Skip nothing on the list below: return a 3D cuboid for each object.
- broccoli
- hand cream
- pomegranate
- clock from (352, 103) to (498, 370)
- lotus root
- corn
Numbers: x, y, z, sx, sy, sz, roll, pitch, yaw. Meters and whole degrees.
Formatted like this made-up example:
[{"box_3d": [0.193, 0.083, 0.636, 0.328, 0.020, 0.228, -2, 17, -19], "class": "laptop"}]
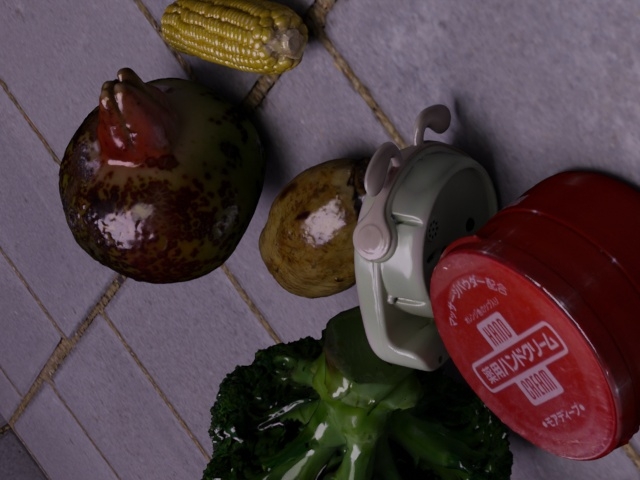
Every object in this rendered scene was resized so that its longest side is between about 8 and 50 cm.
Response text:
[{"box_3d": [0.041, 0.173, 1.284, 0.297, 0.297, 0.297, 44, 144, 21], "class": "broccoli"}, {"box_3d": [0.187, 0.054, 1.052, 0.193, 0.125, 0.193, 39, 149, 29], "class": "hand cream"}, {"box_3d": [-0.161, -0.076, 1.380, 0.214, 0.214, 0.248, 40, 162, 28], "class": "pomegranate"}, {"box_3d": [0.087, -0.005, 1.129, 0.062, 0.151, 0.191, 12, 128, 34], "class": "clock"}, {"box_3d": [0.000, 0.000, 1.342, 0.110, 0.097, 0.258, 49, 157, 6], "class": "lotus root"}, {"box_3d": [-0.079, -0.188, 1.280, 0.206, 0.067, 0.067, 20, 138, 54], "class": "corn"}]
